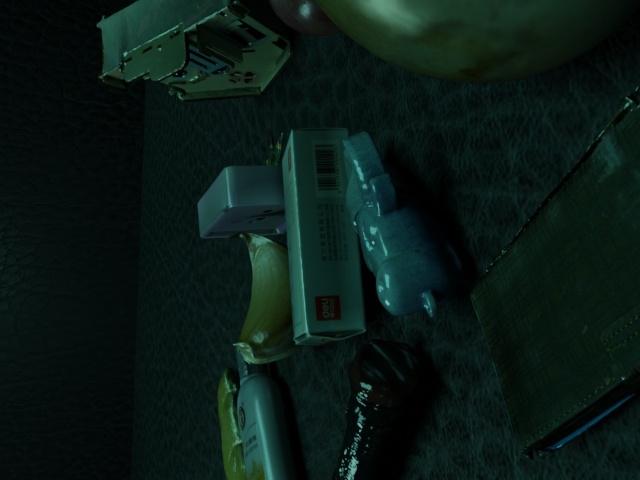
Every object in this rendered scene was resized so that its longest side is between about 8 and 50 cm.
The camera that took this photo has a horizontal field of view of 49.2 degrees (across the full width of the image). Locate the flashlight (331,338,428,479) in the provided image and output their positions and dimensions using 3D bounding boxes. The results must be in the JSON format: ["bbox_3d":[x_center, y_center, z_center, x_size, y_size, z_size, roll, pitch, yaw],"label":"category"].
[{"bbox_3d":[0.057,0.224,0.802,0.093,0.093,0.232,-119,33,-49],"label":"flashlight"}]

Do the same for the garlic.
[{"bbox_3d":[-0.057,0.086,1.048,0.115,0.128,0.207,49,-150,-55],"label":"garlic"}]

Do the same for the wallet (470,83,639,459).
[{"bbox_3d":[0.210,0.013,0.485,0.317,0.044,0.169,118,149,-45],"label":"wallet"}]

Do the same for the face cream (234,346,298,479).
[{"bbox_3d":[-0.098,0.308,1.188,0.144,0.071,0.291,123,141,-52],"label":"face cream"}]

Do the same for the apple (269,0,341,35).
[{"bbox_3d":[0.001,-0.337,0.890,0.153,0.120,0.153,20,112,61],"label":"apple"}]

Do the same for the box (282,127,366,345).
[{"bbox_3d":[0.000,0.000,0.909,0.135,0.079,0.269,123,143,-75],"label":"box"}]

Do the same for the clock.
[{"bbox_3d":[-0.098,-0.058,1.085,0.197,0.150,0.063,148,116,-64],"label":"clock"}]

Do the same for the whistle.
[{"bbox_3d":[0.073,-0.016,0.750,0.269,0.093,0.180,-116,9,-49],"label":"whistle"}]

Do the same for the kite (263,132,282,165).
[{"bbox_3d":[-0.085,-0.142,1.240,0.122,0.004,0.090,139,126,-61],"label":"kite"}]

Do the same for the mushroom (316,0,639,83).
[{"bbox_3d":[0.117,-0.276,0.507,0.292,0.292,0.290,-58,7,52],"label":"mushroom"}]

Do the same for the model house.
[{"bbox_3d":[-0.189,-0.328,1.207,0.326,0.244,0.169,-14,77,33],"label":"model house"}]

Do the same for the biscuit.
[{"bbox_3d":[-0.166,0.411,1.386,0.299,0.045,0.154,-112,30,-43],"label":"biscuit"}]
